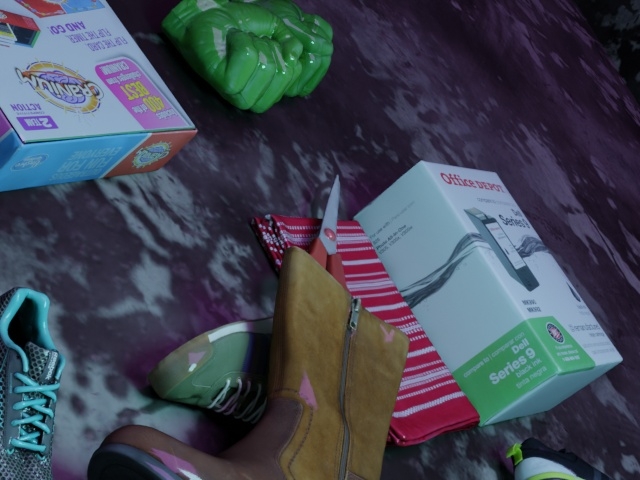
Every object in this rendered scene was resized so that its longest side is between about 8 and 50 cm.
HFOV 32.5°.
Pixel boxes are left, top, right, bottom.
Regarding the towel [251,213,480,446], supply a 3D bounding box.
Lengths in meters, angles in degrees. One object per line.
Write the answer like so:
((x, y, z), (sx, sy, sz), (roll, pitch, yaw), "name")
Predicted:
((0.053, 0.086, 1.134), (0.199, 0.031, 0.274), (3, 51, -57), "towel")

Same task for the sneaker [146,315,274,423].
((-0.053, 0.114, 0.889), (0.086, 0.064, 0.192), (51, 23, 14), "sneaker")

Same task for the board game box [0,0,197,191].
((-0.277, -0.193, 0.953), (0.316, 0.064, 0.242), (55, 27, 10), "board game box")

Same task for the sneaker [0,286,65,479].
((-0.191, 0.098, 0.687), (0.065, 0.076, 0.166), (18, 40, -45), "sneaker")

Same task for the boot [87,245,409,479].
((-0.030, 0.115, 0.805), (0.264, 0.096, 0.280), (36, 47, -27), "boot")

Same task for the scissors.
((0.000, 0.000, 1.106), (0.109, 0.021, 0.297), (31, 32, -29), "scissors")

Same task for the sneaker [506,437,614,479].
((0.292, 0.269, 1.199), (0.235, 0.084, 0.097), (28, 32, -36), "sneaker")

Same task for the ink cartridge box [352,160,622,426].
((0.195, 0.057, 1.286), (0.211, 0.121, 0.289), (2, 52, -57), "ink cartridge box")

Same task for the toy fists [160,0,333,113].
((-0.067, -0.232, 1.297), (0.142, 0.096, 0.279), (51, 25, 1), "toy fists")
